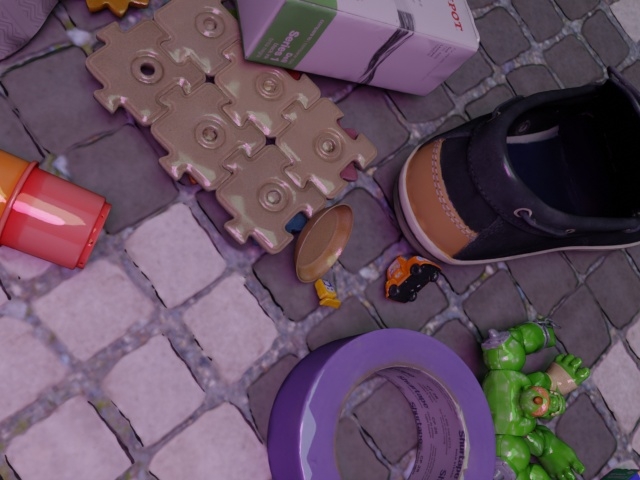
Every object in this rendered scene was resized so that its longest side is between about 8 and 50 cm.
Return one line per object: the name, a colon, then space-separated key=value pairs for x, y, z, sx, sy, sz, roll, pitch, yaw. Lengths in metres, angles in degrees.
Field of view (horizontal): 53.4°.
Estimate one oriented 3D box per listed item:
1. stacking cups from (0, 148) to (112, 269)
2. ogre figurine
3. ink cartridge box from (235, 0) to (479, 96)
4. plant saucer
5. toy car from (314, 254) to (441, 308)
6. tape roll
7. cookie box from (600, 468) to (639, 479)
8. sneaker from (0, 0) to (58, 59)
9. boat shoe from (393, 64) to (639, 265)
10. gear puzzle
stacking cups: x=-0.310 y=-0.068 z=0.453 sx=0.316 sy=0.096 sz=0.096 roll=21 pitch=69 yaw=-18
ogre figurine: x=0.202 y=0.168 z=0.625 sx=0.118 sy=0.097 sz=0.197 roll=20 pitch=84 yaw=-37
ink cartridge box: x=0.032 y=-0.245 z=0.628 sx=0.219 sy=0.092 sz=0.160 roll=4 pitch=64 yaw=-32
plant saucer: x=0.000 y=0.000 z=0.592 sx=0.015 sy=0.083 sz=0.083 roll=31 pitch=60 yaw=26
toy car: x=0.054 y=0.031 z=0.614 sx=0.122 sy=0.060 sz=0.040 roll=3 pitch=43 yaw=-30
tape roll: x=0.054 y=0.175 z=0.559 sx=0.189 sy=0.080 sz=0.189 roll=7 pitch=73 yaw=-22
cookie box: x=0.307 y=0.304 z=0.659 sx=0.107 sy=0.040 sz=0.091 roll=-22 pitch=85 yaw=-28
sneaker: x=-0.284 y=-0.283 z=0.519 sx=0.182 sy=0.127 sz=0.315 roll=39 pitch=74 yaw=11
boat shoe: x=0.312 y=-0.085 z=0.697 sx=0.500 sy=0.156 sz=0.186 roll=-12 pitch=77 yaw=-31
gear puzzle: x=-0.116 y=-0.146 z=0.596 sx=0.339 sy=0.044 sz=0.175 roll=46 pitch=65 yaw=-4
